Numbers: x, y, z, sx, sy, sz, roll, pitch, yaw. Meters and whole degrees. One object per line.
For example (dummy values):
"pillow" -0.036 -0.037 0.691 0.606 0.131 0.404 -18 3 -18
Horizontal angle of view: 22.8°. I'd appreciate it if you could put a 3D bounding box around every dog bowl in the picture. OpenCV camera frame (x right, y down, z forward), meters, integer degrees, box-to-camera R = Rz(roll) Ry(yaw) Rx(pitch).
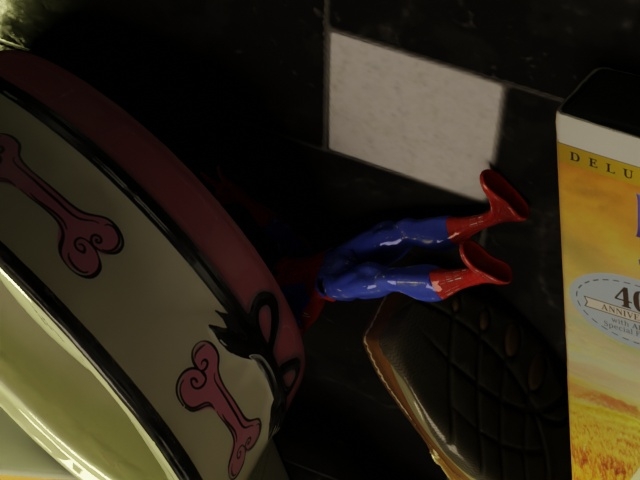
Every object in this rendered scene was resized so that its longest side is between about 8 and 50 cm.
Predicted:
"dog bowl" -0.180 0.034 1.172 0.408 0.150 0.408 38 158 19

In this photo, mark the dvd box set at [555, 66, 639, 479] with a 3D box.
"dvd box set" 0.299 0.112 0.992 0.307 0.062 0.420 20 137 31

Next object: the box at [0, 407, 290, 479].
"box" -0.161 0.249 1.490 0.215 0.168 0.345 1 140 18

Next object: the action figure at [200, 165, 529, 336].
"action figure" 0.000 0.000 1.143 0.139 0.091 0.280 37 145 -25

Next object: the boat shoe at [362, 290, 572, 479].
"boat shoe" 0.137 0.160 1.233 0.324 0.122 0.120 46 149 -26
